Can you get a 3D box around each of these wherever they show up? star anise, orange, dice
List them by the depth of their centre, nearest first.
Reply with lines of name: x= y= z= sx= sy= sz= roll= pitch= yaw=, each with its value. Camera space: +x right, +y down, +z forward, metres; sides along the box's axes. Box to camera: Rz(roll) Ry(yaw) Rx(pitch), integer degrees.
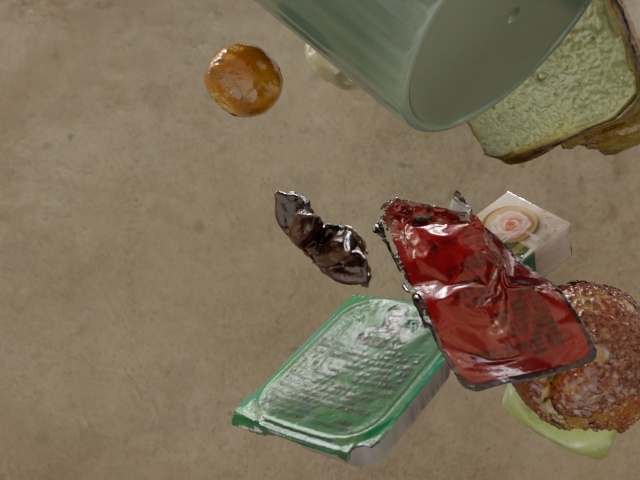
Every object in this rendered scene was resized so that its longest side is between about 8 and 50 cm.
orange: x=-0.079 y=-0.167 z=0.784 sx=0.083 sy=0.083 sz=0.070 roll=34 pitch=77 yaw=18
star anise: x=0.000 y=0.000 z=0.885 sx=0.168 sy=0.168 sz=0.057 roll=39 pitch=80 yaw=21
dice: x=0.579 y=0.331 z=1.726 sx=0.250 sy=0.252 sz=0.254 roll=25 pitch=95 yaw=23

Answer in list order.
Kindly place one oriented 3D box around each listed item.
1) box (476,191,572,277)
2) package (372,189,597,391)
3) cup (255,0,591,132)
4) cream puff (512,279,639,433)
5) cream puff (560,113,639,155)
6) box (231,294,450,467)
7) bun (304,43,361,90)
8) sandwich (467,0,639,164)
box: x=0.291 y=0.022 z=1.227 sx=0.199 sy=0.081 sz=0.135 roll=-34 pitch=42 yaw=-20
package: x=0.181 y=0.043 z=0.876 sx=0.194 sy=0.071 sz=0.269 roll=-14 pitch=49 yaw=-19
cup: x=0.077 y=-0.356 z=0.706 sx=0.401 sy=0.310 sz=0.392 roll=-49 pitch=67 yaw=17
cream puff: x=0.390 y=0.183 z=1.138 sx=0.240 sy=0.240 sz=0.164 roll=25 pitch=26 yaw=13
cream puff: x=0.485 y=-0.250 z=1.294 sx=0.244 sy=0.196 sz=0.244 roll=16 pitch=59 yaw=-28
box: x=0.070 y=0.224 z=1.165 sx=0.264 sy=0.106 sz=0.337 roll=6 pitch=34 yaw=42
bun: x=0.061 y=-0.360 z=1.353 sx=0.183 sy=0.102 sz=0.183 roll=3 pitch=59 yaw=-5
sandwich: x=0.305 y=-0.239 z=1.021 sx=0.087 sy=0.251 sz=0.226 roll=-26 pitch=93 yaw=-51
